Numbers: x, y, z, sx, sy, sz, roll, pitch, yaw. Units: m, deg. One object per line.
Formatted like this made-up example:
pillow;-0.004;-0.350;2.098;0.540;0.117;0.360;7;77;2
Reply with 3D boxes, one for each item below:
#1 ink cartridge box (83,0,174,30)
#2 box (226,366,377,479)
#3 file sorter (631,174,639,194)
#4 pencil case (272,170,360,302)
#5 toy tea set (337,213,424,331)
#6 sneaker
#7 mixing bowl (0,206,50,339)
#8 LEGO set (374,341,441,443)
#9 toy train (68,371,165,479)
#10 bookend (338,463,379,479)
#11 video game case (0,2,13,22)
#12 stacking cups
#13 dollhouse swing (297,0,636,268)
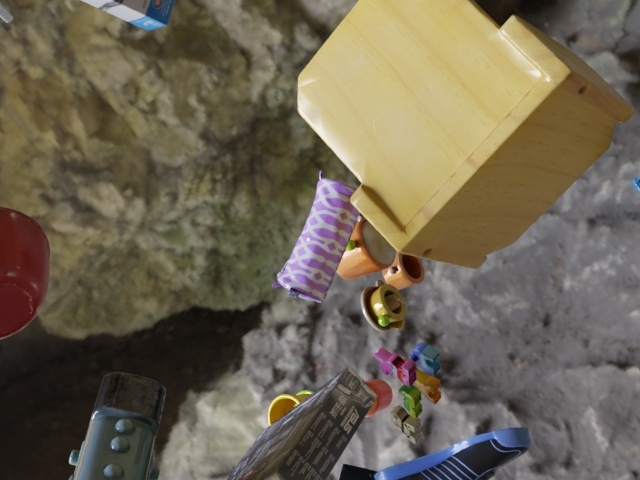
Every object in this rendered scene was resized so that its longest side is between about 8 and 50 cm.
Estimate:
ink cartridge box;-0.337;-0.457;1.659;0.082;0.190;0.140;8;81;54
box;-0.058;0.358;1.585;0.242;0.076;0.307;-41;3;32
file sorter;0.623;-0.073;1.633;0.118;0.170;0.104;-26;-19;-5
pencil case;0.000;0.000;1.580;0.206;0.088;0.086;-66;-17;-6
toy tea set;0.146;0.003;1.794;0.124;0.200;0.336;-30;16;35
sneaker;0.192;0.333;1.371;0.232;0.091;0.081;-24;-23;14
mixing bowl;-0.412;0.059;1.221;0.181;0.181;0.098;-35;49;-4
LEGO set;0.137;0.221;1.594;0.093;0.227;0.087;31;60;30
toy train;-0.303;0.344;1.410;0.334;0.142;0.190;-87;14;-59
bookend;0.091;0.488;1.724;0.072;0.157;0.156;2;70;41
video game case;-0.610;-0.458;1.699;0.019;0.143;0.157;-42;-20;-2
stacking cups;0.028;0.328;1.927;0.096;0.096;0.316;-23;-13;33
dollhouse swing;0.199;-0.194;1.475;0.347;0.315;0.305;-49;55;22
